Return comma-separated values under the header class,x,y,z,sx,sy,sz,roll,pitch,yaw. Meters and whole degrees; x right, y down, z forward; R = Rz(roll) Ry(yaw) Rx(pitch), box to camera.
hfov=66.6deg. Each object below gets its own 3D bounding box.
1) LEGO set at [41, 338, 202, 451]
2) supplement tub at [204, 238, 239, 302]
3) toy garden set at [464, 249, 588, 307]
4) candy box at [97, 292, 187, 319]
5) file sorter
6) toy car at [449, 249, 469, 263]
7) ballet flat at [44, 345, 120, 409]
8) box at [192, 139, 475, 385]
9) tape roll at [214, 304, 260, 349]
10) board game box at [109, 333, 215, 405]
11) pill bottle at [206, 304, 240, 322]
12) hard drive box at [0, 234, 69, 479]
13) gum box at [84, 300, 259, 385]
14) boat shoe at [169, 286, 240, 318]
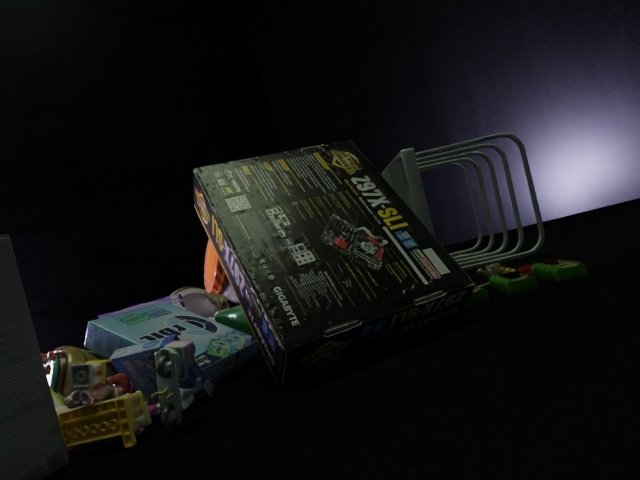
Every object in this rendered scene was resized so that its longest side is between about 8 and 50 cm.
class,x,y,z,sx,sy,sz,roll,pitch,yaw
LEGO set,-0.261,0.155,0.541,0.287,0.132,0.107,6,-2,16
supplement tub,-0.120,0.066,1.224,0.316,0.193,0.194,7,-11,-23
toy garden set,0.255,0.058,0.781,0.244,0.049,0.204,-16,-2,6
candy box,-0.323,0.184,0.910,0.165,0.070,0.196,-15,21,-19
file sorter,0.216,-0.051,0.814,0.173,0.192,0.278,-13,0,0
toy car,0.210,0.084,1.156,0.225,0.053,0.239,-15,-3,-29
ballet flat,-0.410,0.225,0.738,0.349,0.123,0.123,-18,-3,39
box,0.000,0.000,0.651,0.257,0.322,0.079,-14,-40,-25
tape roll,-0.049,0.140,0.993,0.321,0.077,0.321,-16,-3,-1
board game box,-0.186,0.158,0.574,0.090,0.090,0.020,-17,27,20
pill bottle,-0.225,0.203,1.219,0.120,0.067,0.067,-16,-2,0
hard drive box,-0.365,0.130,0.463,0.181,0.232,0.089,-17,-3,20
gum box,-0.206,0.146,0.699,0.185,0.041,0.157,18,10,20
boat shoe,-0.306,0.191,1.387,0.103,0.113,0.302,-2,-9,25
